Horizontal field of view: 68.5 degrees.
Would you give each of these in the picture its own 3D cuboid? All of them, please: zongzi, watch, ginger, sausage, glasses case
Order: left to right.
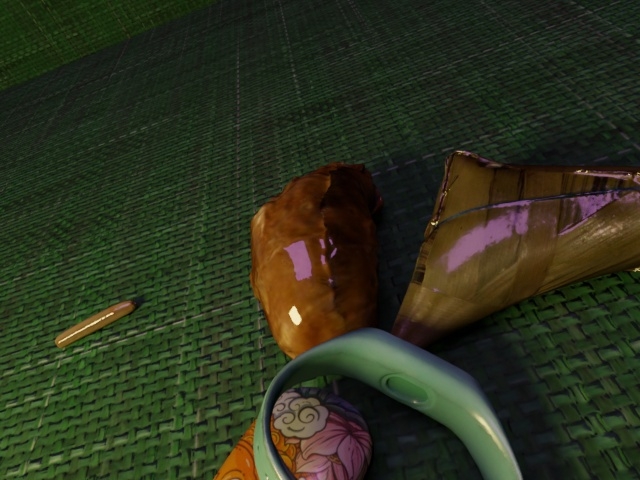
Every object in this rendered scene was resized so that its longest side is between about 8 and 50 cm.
[{"bbox_3d":[-0.350,0.128,0.734,0.132,0.024,0.024,-28,42,-3],"label":"sausage"},{"bbox_3d":[-0.062,0.278,0.406,0.122,0.082,0.321,15,54,29],"label":"glasses case"},{"bbox_3d":[0.000,0.000,0.598,0.165,0.172,0.321,-41,27,43],"label":"ginger"},{"bbox_3d":[0.063,0.177,0.397,0.237,0.068,0.195,26,43,5],"label":"watch"},{"bbox_3d":[0.223,0.043,0.493,0.260,0.123,0.289,10,62,29],"label":"zongzi"}]
